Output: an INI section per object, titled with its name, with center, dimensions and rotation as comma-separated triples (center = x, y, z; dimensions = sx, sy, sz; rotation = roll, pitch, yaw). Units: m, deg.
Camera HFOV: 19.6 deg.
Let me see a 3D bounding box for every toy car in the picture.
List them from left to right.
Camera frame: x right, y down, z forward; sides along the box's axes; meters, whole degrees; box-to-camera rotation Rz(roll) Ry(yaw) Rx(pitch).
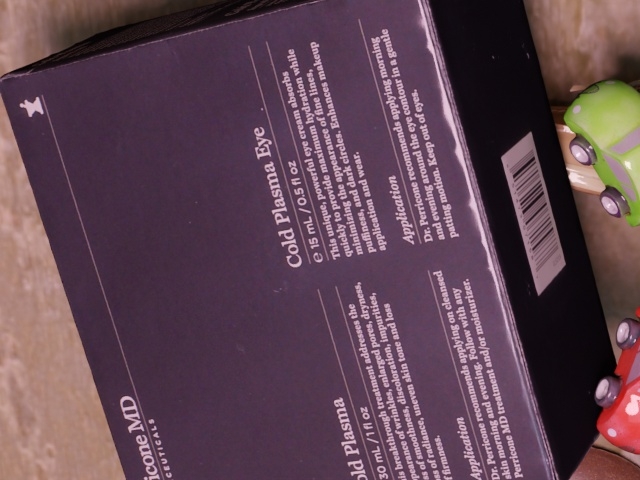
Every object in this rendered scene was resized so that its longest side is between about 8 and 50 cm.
[toy car]
center = 0.239, -0.006, 1.218
dimensions = 0.239, 0.053, 0.225
rotation = -37, 100, -18

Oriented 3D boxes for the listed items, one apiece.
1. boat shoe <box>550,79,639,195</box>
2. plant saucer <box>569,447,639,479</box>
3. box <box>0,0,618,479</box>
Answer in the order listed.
[boat shoe]
center = 0.264, -0.081, 1.307
dimensions = 0.285, 0.104, 0.089
rotation = 2, 110, -6
[plant saucer]
center = 0.190, 0.257, 1.486
dimensions = 0.198, 0.036, 0.199
rotation = -1, 116, -2
[box]
center = 0.000, 0.000, 1.250
dimensions = 0.312, 0.179, 0.343
rotation = -10, 103, 26
